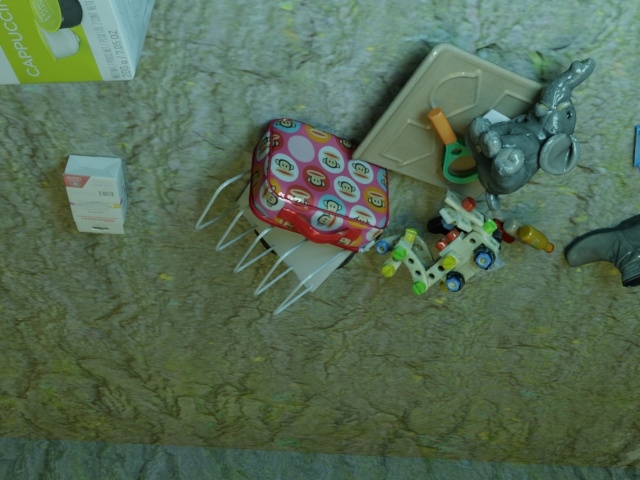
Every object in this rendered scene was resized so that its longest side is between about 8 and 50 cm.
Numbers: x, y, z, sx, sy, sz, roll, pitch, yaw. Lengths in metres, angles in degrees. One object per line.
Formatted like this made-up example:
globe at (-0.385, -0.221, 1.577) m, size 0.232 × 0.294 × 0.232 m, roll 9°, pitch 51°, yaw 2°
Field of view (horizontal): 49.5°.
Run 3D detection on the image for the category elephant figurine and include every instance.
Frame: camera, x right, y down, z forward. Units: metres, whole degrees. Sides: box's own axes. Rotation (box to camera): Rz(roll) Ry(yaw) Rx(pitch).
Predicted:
elephant figurine at (0.404, -0.192, 1.281) m, size 0.239 × 0.170 × 0.186 m, roll -24°, pitch 171°, yaw -6°

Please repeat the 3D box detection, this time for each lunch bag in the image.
lunch bag at (0.003, -0.099, 1.418) m, size 0.292 × 0.258 × 0.120 m, roll 18°, pitch 139°, yaw -22°

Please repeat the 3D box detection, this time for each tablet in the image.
tablet at (0.342, -0.222, 1.347) m, size 0.083 × 0.006 × 0.054 m, roll 20°, pitch 138°, yaw -30°

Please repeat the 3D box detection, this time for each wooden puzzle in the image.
wooden puzzle at (0.279, -0.238, 1.394) m, size 0.347 × 0.081 × 0.322 m, roll 13°, pitch 142°, yaw -24°

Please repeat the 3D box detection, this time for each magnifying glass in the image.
magnifying glass at (0.266, -0.184, 1.377) m, size 0.092 × 0.026 × 0.231 m, roll -20°, pitch 142°, yaw 21°

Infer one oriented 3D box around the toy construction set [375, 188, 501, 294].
toy construction set at (0.280, 0.007, 1.593) m, size 0.215 × 0.151 × 0.328 m, roll 46°, pitch 141°, yaw 1°

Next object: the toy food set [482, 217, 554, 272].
toy food set at (0.444, 0.022, 1.700) m, size 0.104 × 0.111 × 0.232 m, roll 28°, pitch 132°, yaw -31°

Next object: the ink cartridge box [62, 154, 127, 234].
ink cartridge box at (-0.505, -0.100, 1.575) m, size 0.115 × 0.067 × 0.198 m, roll 5°, pitch 141°, yaw -6°

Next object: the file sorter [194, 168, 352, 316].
file sorter at (-0.105, -0.003, 1.502) m, size 0.278 × 0.173 × 0.193 m, roll 48°, pitch 136°, yaw 7°

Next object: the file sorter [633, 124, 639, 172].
file sorter at (0.756, -0.180, 1.441) m, size 0.170 × 0.105 × 0.118 m, roll -11°, pitch 142°, yaw 13°

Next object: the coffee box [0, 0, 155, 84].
coffee box at (-0.417, -0.438, 0.904) m, size 0.334 × 0.338 × 0.338 m, roll -1°, pitch 142°, yaw 2°

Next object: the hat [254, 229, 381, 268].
hat at (0.000, 0.000, 1.655) m, size 0.330 × 0.134 × 0.331 m, roll -1°, pitch 143°, yaw -1°

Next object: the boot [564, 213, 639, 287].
boot at (0.723, 0.046, 1.691) m, size 0.246 × 0.161 × 0.083 m, roll -29°, pitch 134°, yaw 32°

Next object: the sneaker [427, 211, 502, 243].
sneaker at (0.344, -0.019, 1.664) m, size 0.170 × 0.089 × 0.051 m, roll -9°, pitch 142°, yaw 12°
